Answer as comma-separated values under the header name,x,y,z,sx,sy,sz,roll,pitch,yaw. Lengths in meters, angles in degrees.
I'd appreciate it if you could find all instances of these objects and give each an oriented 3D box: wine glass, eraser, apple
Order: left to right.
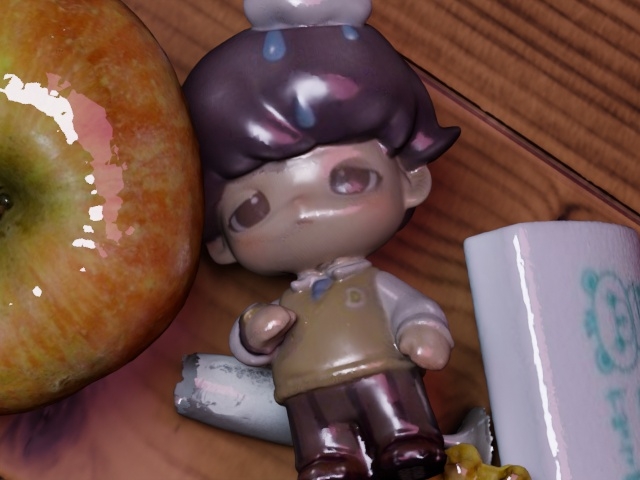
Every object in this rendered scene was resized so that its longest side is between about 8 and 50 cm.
name,x,y,z,sx,sy,sz,roll,pitch,yaw
apple,-0.214,-0.036,1.161,0.277,0.250,0.309,15,90,-2
wine glass,0.006,0.138,1.307,0.262,0.074,0.074,15,71,-18
eraser,0.216,0.134,1.362,0.189,0.104,0.290,1,75,-43

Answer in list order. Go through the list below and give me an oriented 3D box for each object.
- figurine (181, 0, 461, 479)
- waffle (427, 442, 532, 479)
name,x,y,z,sx,sy,sz,roll,pitch,yaw
figurine,-0.012,-0.001,1.231,0.206,0.218,0.365,32,43,-44
waffle,0.082,0.289,1.250,0.249,0.056,0.253,-25,80,6
